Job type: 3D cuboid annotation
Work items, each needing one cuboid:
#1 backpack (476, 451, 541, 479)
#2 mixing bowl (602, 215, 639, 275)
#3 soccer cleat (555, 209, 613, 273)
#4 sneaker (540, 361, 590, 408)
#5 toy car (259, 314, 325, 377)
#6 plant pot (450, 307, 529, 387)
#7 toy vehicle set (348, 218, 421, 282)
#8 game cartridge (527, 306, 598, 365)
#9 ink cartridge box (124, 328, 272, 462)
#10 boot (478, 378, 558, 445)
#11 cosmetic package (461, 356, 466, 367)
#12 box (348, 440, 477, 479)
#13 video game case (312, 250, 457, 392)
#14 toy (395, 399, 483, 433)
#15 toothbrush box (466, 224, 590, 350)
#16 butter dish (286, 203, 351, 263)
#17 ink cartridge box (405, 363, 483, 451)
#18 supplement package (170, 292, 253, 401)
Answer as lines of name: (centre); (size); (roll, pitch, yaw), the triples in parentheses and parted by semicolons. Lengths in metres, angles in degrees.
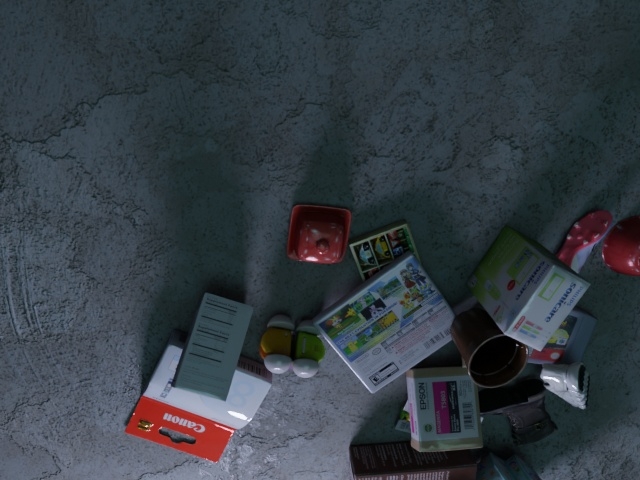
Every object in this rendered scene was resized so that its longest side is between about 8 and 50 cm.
backpack: (0.601, 0.790, 1.732); (0.253, 0.225, 0.191); (40, 101, -21)
mixing bowl: (0.898, 0.030, 1.536); (0.181, 0.098, 0.181); (-2, 111, -6)
soccer cleat: (0.720, 0.025, 1.535); (0.095, 0.083, 0.248); (25, 104, -45)
sneaker: (0.736, 0.426, 1.649); (0.118, 0.110, 0.292); (1, 151, 33)
toy car: (-0.082, 0.303, 1.527); (0.182, 0.159, 0.136); (11, 144, -11)
plant pot: (0.438, 0.274, 1.472); (0.167, 0.165, 0.167); (-5, 115, -10)
toy vehicle set: (0.197, 0.090, 1.517); (0.166, 0.035, 0.267); (-21, 112, 2)
game cartridge: (0.661, 0.271, 1.630); (0.294, 0.060, 0.196); (8, 106, -9)
ink cartridge box: (-0.358, 0.477, 1.581); (0.308, 0.091, 0.385); (25, 106, -14)
boot: (0.605, 0.559, 1.719); (0.263, 0.091, 0.229); (-15, 118, 5)
cosmetic package: (0.440, 0.308, 1.590); (0.060, 0.041, 0.115); (3, 69, -8)
box: (0.281, 0.745, 1.729); (0.381, 0.143, 0.191); (-1, 111, -4)
video game case: (0.193, 0.233, 1.526); (0.329, 0.036, 0.300); (-36, 111, 6)
toy: (0.362, 0.550, 1.702); (0.237, 0.056, 0.137); (13, 120, -4)
toothbrush box: (0.523, 0.113, 1.428); (0.122, 0.283, 0.206); (25, 107, -15)
butter dish: (0.000, 0.000, 1.416); (0.160, 0.118, 0.160); (5, 111, -8)
ink cartridge box: (0.359, 0.484, 1.607); (0.193, 0.088, 0.235); (-3, 81, -7)
supplement package: (-0.280, 0.275, 1.424); (0.133, 0.139, 0.244); (20, 73, -14)
